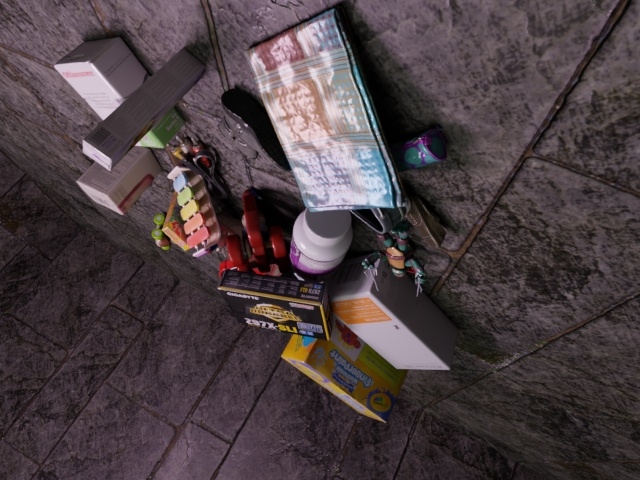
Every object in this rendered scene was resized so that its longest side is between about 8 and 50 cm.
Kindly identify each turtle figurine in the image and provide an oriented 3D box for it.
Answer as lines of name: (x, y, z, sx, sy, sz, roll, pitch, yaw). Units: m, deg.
turtle figurine: (0.201, 0.044, 1.134, 0.175, 0.118, 0.234, 1, 129, 24)

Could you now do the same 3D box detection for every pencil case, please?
pencil case: (0.171, -0.171, 0.820, 0.070, 0.064, 0.152, 27, 160, -32)

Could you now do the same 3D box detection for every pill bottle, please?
pill bottle: (0.000, 0.000, 1.212, 0.169, 0.169, 0.301, 29, 155, 5)

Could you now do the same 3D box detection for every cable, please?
cable: (-0.358, -0.233, 1.352, 0.140, 0.072, 0.287, -1, 156, 23)

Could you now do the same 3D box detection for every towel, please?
towel: (0.003, -0.220, 0.822, 0.272, 0.040, 0.370, 3, 125, 45)

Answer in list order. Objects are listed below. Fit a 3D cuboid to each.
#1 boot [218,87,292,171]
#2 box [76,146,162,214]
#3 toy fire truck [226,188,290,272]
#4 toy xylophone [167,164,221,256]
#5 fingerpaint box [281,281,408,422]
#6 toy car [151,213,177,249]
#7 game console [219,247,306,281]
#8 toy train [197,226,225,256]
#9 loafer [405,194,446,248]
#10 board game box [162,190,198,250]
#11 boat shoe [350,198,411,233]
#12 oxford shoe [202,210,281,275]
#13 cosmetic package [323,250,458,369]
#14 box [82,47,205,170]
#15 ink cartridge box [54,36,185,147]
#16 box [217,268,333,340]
boot: (-0.151, -0.244, 1.026, 0.246, 0.083, 0.161, 46, 159, 3)
box: (-0.715, -0.234, 1.503, 0.149, 0.232, 0.126, 24, 155, 16)
toy fire truck: (-0.208, -0.024, 1.351, 0.170, 0.253, 0.302, -13, 154, -5)
toy xylophone: (-0.452, -0.096, 1.485, 0.236, 0.081, 0.322, -33, 77, 52)
fingerpaint box: (0.133, 0.392, 1.564, 0.445, 0.371, 0.163, 42, 153, -24)
toy car: (-0.695, -0.038, 2.032, 0.189, 0.148, 0.155, 1, 158, -3)
game console: (-0.203, 0.179, 1.777, 0.342, 0.060, 0.386, -17, 136, 19)
toy train: (-0.508, -0.014, 1.859, 0.143, 0.105, 0.248, 33, 158, 21)
loafer: (0.246, -0.050, 0.988, 0.148, 0.050, 0.056, 56, 158, -16)
board game box: (-0.526, -0.091, 1.602, 0.039, 0.259, 0.124, -25, 130, 15)
boat shoe: (0.052, -0.130, 0.971, 0.320, 0.099, 0.116, 34, 159, 11)
oxford shoe: (-0.267, 0.000, 1.571, 0.348, 0.130, 0.123, 36, 140, 2)
cosmetic package: (0.233, 0.249, 1.386, 0.230, 0.161, 0.453, -18, 128, 45)
box: (-0.372, -0.288, 0.901, 0.067, 0.324, 0.063, 37, 152, -15)
ink cartridge box: (-0.539, -0.394, 1.142, 0.199, 0.114, 0.272, 13, 150, 34)
box: (-0.129, 0.205, 1.309, 0.322, 0.079, 0.257, 8, 147, 12)
